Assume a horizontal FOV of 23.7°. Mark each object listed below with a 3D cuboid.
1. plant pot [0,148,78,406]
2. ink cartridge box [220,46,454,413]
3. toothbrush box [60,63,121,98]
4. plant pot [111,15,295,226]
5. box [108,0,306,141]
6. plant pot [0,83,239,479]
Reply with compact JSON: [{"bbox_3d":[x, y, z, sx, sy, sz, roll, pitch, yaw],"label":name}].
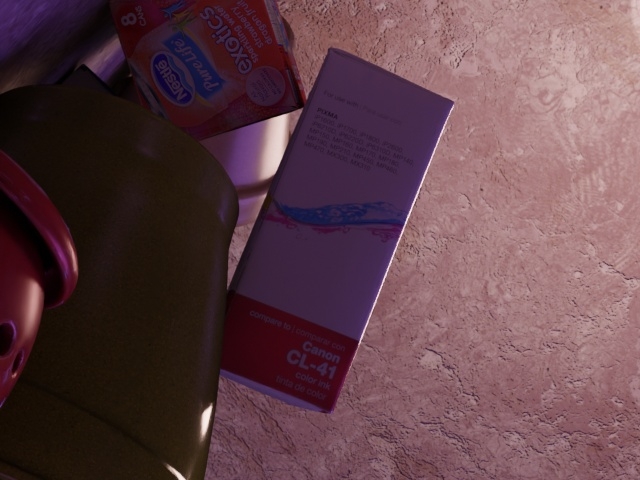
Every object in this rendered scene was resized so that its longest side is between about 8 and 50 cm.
[{"bbox_3d":[-0.257,0.031,0.939,0.174,0.191,0.191,-53,-174,-30],"label":"plant pot"},{"bbox_3d":[0.000,0.000,1.433,0.226,0.131,0.306,133,-19,-83],"label":"ink cartridge box"},{"bbox_3d":[-0.301,-0.038,1.635,0.216,0.126,0.295,-48,-175,-19],"label":"toothbrush box"},{"bbox_3d":[-0.137,-0.182,1.907,0.263,0.263,0.229,-51,167,-49],"label":"plant pot"},{"bbox_3d":[-0.104,-0.184,1.528,0.142,0.154,0.300,-17,-174,3],"label":"box"},{"bbox_3d":[-0.228,0.078,1.232,0.366,0.367,0.353,-41,-153,56],"label":"plant pot"}]
